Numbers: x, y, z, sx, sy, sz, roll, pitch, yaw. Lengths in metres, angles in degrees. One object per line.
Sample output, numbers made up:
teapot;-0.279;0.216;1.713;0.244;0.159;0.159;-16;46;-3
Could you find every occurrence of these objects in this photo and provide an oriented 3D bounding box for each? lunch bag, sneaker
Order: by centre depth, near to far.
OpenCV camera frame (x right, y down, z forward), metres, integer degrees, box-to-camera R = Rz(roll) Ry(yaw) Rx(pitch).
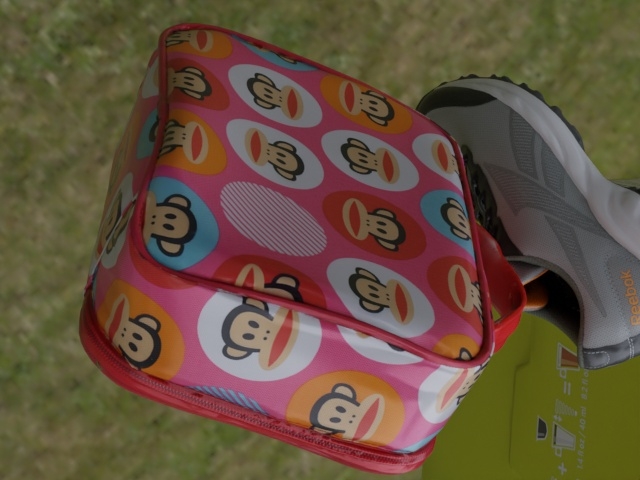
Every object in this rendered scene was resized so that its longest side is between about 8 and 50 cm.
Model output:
lunch bag;0.000;0.000;1.006;0.258;0.293;0.120;19;122;-11
sneaker;0.140;-0.018;1.127;0.108;0.271;0.100;-31;140;-14

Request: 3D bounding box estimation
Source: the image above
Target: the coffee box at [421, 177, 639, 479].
coffee box;0.313;0.136;1.373;0.334;0.338;0.337;-4;102;-32
